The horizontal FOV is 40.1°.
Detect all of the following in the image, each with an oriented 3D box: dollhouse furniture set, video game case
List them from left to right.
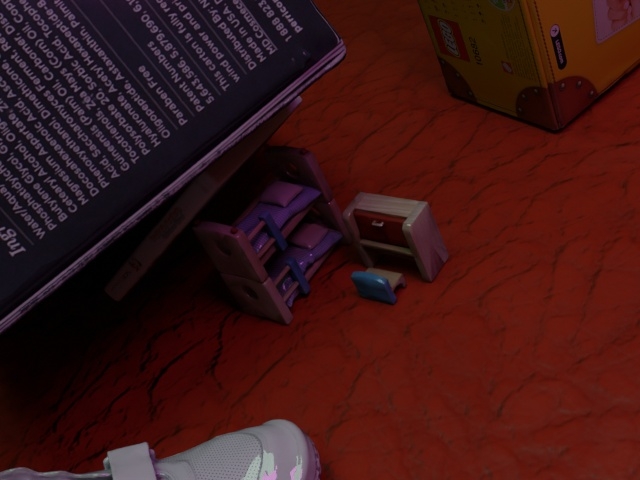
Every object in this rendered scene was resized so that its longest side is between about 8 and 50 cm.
[{"bbox_3d":[-0.124,-0.054,0.948,0.206,0.026,0.227,-44,7,35],"label":"video game case"},{"bbox_3d":[0.000,0.000,0.854,0.184,0.129,0.129,11,51,40],"label":"dollhouse furniture set"}]

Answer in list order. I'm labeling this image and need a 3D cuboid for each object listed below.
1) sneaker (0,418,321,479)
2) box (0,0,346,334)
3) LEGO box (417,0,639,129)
[{"bbox_3d":[-0.185,0.212,0.649,0.366,0.210,0.137,-30,37,-3],"label":"sneaker"},{"bbox_3d":[-0.294,-0.131,0.897,0.472,0.297,0.480,-42,13,-10],"label":"box"},{"bbox_3d":[0.253,-0.431,0.902,0.372,0.500,0.193,-39,39,-15],"label":"LEGO box"}]
